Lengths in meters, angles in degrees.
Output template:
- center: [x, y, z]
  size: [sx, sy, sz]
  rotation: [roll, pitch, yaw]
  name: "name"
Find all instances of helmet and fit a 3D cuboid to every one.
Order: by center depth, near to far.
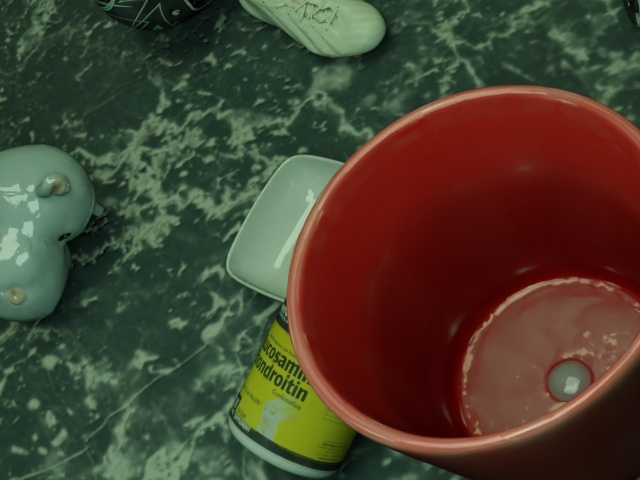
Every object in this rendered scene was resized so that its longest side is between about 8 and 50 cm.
- center: [-0.178, -0.302, 1.362]
  size: [0.169, 0.169, 0.161]
  rotation: [29, 62, 36]
  name: "helmet"

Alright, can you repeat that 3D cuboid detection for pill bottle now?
- center: [0.006, 0.093, 1.052]
  size: [0.103, 0.103, 0.184]
  rotation: [32, 100, 37]
  name: "pill bottle"

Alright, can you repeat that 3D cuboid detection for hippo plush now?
- center: [-0.343, -0.036, 1.313]
  size: [0.236, 0.234, 0.294]
  rotation: [14, 84, 1]
  name: "hippo plush"

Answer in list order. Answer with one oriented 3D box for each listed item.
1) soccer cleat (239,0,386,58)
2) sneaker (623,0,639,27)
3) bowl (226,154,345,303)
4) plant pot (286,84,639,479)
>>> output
- center: [-0.020, -0.237, 1.297]
  size: [0.196, 0.076, 0.068]
  rotation: [27, 79, 36]
  name: "soccer cleat"
- center: [0.325, -0.216, 1.107]
  size: [0.110, 0.107, 0.275]
  rotation: [-11, 62, 0]
  name: "sneaker"
- center: [0.000, 0.000, 1.169]
  size: [0.142, 0.053, 0.142]
  rotation: [21, 75, 35]
  name: "bowl"
- center: [0.149, 0.063, 0.934]
  size: [0.275, 0.243, 0.275]
  rotation: [-13, 58, 22]
  name: "plant pot"
